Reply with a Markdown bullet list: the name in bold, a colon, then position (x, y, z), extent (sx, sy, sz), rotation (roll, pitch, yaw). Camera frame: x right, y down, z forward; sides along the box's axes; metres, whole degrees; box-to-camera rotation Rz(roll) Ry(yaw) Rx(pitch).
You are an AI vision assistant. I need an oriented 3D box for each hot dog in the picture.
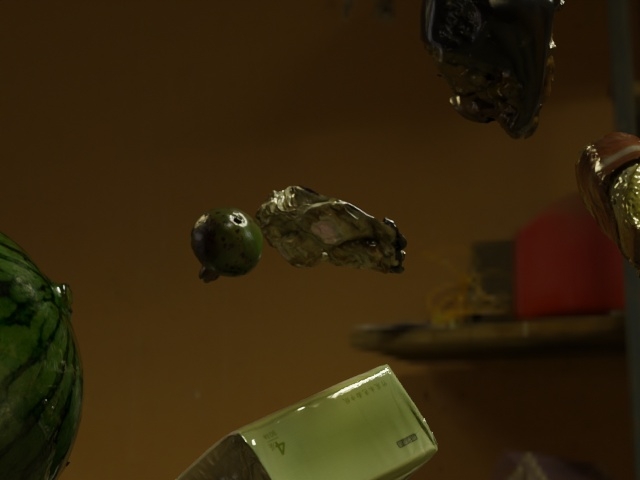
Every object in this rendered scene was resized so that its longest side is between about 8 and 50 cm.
- **hot dog**: position (0.324, -0.044, 1.502), extent (0.093, 0.123, 0.261), rotation (-27, 22, 4)

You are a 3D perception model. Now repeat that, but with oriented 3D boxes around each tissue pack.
- **tissue pack**: position (-0.015, 0.238, 1.548), extent (0.234, 0.125, 0.159), rotation (-19, -17, -45)

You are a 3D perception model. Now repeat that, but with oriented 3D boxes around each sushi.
- **sushi**: position (0.233, -0.258, 2.002), extent (0.213, 0.204, 0.200), rotation (27, 15, 30)

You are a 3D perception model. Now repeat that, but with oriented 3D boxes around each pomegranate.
- **pomegranate**: position (-0.099, 0.005, 1.458), extent (0.084, 0.073, 0.073), rotation (-25, -22, 27)

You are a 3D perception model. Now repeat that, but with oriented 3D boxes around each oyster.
- **oyster**: position (0.000, 0.000, 1.553), extent (0.163, 0.081, 0.191), rotation (33, -10, -25)

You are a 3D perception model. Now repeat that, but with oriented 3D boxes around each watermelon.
- **watermelon**: position (-0.301, 0.104, 1.287), extent (0.189, 0.331, 0.331), rotation (-29, -17, 8)
